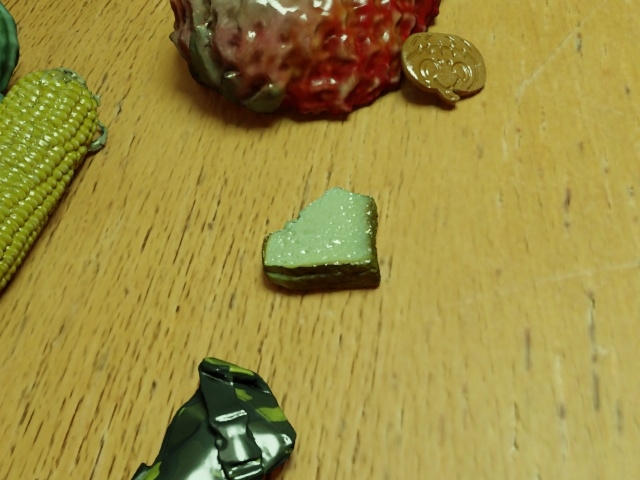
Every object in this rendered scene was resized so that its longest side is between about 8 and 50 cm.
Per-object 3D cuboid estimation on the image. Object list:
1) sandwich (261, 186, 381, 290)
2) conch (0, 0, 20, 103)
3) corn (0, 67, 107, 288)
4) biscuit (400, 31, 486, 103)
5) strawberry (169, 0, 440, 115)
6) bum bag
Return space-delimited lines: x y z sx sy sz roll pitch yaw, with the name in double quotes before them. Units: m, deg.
"sandwich" 0.000 0.000 0.668 0.104 0.036 0.093 -8 52 7
"conch" -0.414 -0.176 0.818 0.220 0.195 0.277 -40 74 16
"corn" -0.300 -0.044 0.731 0.106 0.106 0.293 8 56 18
"biscuit" 0.124 -0.172 0.766 0.091 0.015 0.078 -2 69 -18
"strawberry" -0.004 -0.279 0.819 0.336 0.149 0.265 -38 53 -19
"bum bag" -0.110 0.183 0.531 0.106 0.060 0.232 18 55 35
